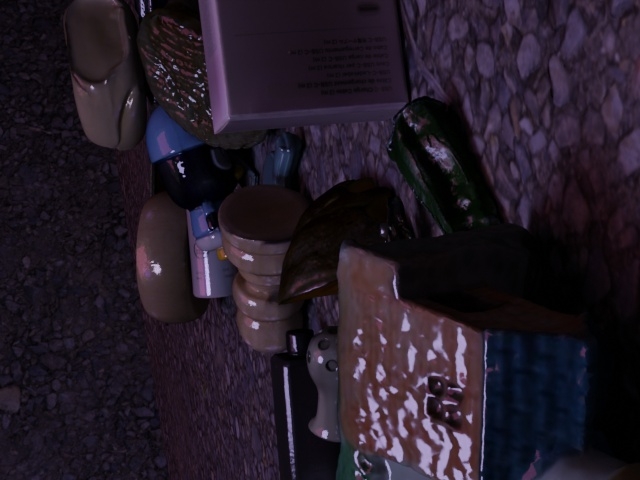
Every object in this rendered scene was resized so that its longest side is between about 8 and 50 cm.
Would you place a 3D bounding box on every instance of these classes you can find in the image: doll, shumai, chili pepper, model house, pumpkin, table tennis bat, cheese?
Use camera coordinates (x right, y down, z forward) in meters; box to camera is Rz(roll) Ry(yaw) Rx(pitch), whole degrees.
[{"bbox_3d":[-0.204,-0.120,1.856,0.177,0.141,0.314,-90,-23,-84],"label":"doll"},{"bbox_3d":[-0.140,-0.289,1.723,0.222,0.203,0.272,-13,110,46],"label":"shumai"},{"bbox_3d":[0.128,-0.029,1.032,0.088,0.059,0.227,105,150,-51],"label":"chili pepper"},{"bbox_3d":[0.173,0.148,0.796,0.325,0.194,0.267,20,113,56],"label":"model house"},{"bbox_3d":[0.000,0.000,1.303,0.254,0.149,0.130,143,111,-72],"label":"pumpkin"},{"bbox_3d":[-0.059,-0.084,1.653,0.237,0.038,0.149,103,156,-58],"label":"table tennis bat"},{"bbox_3d":[-0.378,-0.300,1.922,0.233,0.127,0.266,102,157,-63],"label":"cheese"}]

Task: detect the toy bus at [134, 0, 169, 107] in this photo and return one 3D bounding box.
[{"bbox_3d":[-0.238,-0.377,1.905,0.138,0.167,0.275,-124,33,-59],"label":"toy bus"}]

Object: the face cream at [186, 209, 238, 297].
[{"bbox_3d":[-0.208,-0.050,2.054,0.092,0.092,0.311,-161,66,-71],"label":"face cream"}]

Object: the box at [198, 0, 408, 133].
[{"bbox_3d":[-0.025,-0.251,1.188,0.106,0.203,0.252,162,101,-73],"label":"box"}]

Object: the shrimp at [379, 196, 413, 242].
[{"bbox_3d":[0.115,0.040,1.112,0.150,0.051,0.217,128,129,-59],"label":"shrimp"}]

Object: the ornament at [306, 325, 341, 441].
[{"bbox_3d":[0.019,0.183,1.428,0.074,0.081,0.156,19,123,34],"label":"ornament"}]

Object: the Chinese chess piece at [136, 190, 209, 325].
[{"bbox_3d":[-0.288,0.033,2.172,0.273,0.102,0.273,-2,-90,-83],"label":"Chinese chess piece"}]

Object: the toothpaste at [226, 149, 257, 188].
[{"bbox_3d":[-0.149,-0.134,1.929,0.205,0.036,0.056,-129,35,-52],"label":"toothpaste"}]

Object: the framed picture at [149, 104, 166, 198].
[{"bbox_3d":[-0.304,-0.259,2.233,0.255,0.014,0.339,-71,-10,-55],"label":"framed picture"}]

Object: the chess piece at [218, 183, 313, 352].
[{"bbox_3d":[-0.076,0.059,1.607,0.143,0.142,0.261,-117,22,-49],"label":"chess piece"}]

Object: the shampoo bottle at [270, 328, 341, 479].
[{"bbox_3d":[-0.020,0.250,1.559,0.079,0.080,0.246,-168,73,-71],"label":"shampoo bottle"}]
